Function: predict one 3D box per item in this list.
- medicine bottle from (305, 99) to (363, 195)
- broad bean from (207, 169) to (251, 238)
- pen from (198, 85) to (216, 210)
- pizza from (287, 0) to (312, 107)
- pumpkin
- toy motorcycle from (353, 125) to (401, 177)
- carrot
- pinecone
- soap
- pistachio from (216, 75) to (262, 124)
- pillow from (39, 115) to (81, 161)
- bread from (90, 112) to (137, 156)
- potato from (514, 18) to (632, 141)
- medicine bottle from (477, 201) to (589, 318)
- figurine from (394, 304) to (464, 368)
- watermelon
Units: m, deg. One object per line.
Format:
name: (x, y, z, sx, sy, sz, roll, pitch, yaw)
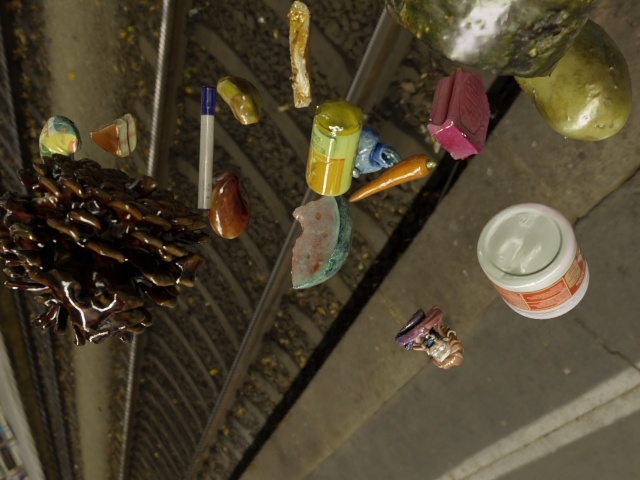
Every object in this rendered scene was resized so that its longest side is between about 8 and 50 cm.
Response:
medicine bottle: (0.031, -0.224, 1.578, 0.124, 0.124, 0.238, 43, 148, 27)
broad bean: (-0.222, -0.086, 1.583, 0.084, 0.114, 0.165, 29, 139, 61)
pen: (-0.247, -0.197, 1.433, 0.033, 0.033, 0.268, 6, 95, 53)
pizza: (-0.048, -0.426, 1.559, 0.271, 0.056, 0.134, 91, 177, -53)
pumpkin: (0.250, -0.384, 0.959, 0.303, 0.256, 0.225, 16, 125, -3)
toy motorcycle: (0.123, -0.319, 2.362, 0.319, 0.241, 0.181, 1, 83, 59)
carrot: (0.172, -0.157, 1.660, 0.257, 0.061, 0.061, -21, 98, 31)
pinecone: (-0.429, 0.017, 1.259, 0.398, 0.398, 0.397, 35, 140, 36)
soap: (0.403, -0.379, 1.912, 0.162, 0.249, 0.099, 32, 147, -27)
pistachio: (-0.232, -0.428, 1.964, 0.189, 0.110, 0.100, 52, 139, 28)
pillow: (-0.628, -0.196, 1.643, 0.214, 0.086, 0.233, -3, 101, 50)
bread: (-0.332, -0.168, 1.081, 0.109, 0.043, 0.062, -1, 125, 46)
potato: (0.506, -0.332, 1.327, 0.173, 0.210, 0.307, -54, 45, 52)
medicine bottle: (0.576, 0.056, 1.784, 0.253, 0.252, 0.241, 31, 172, 40)
figurine: (0.252, 0.214, 1.466, 0.157, 0.114, 0.126, 30, 113, -12)
watermelon: (0.000, 0.000, 2.006, 0.226, 0.148, 0.318, 29, 99, 35)
